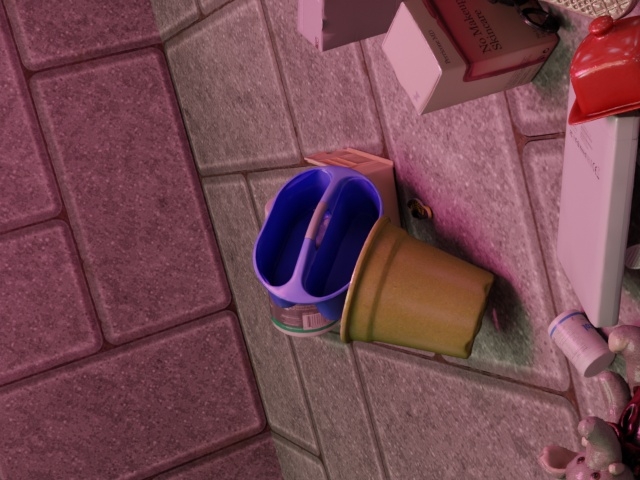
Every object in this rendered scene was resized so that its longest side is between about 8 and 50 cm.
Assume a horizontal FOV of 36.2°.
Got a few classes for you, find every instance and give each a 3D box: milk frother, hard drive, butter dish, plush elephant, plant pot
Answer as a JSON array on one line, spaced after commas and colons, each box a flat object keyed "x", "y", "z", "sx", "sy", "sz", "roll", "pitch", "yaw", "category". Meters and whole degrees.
[{"x": 0.340, "y": -0.416, "z": 1.538, "sx": 0.143, "sy": 0.129, "sz": 0.135, "roll": 25, "pitch": 150, "yaw": 0, "category": "milk frother"}, {"x": 0.426, "y": -0.075, "z": 1.523, "sx": 0.233, "sy": 0.047, "sz": 0.353, "roll": -96, "pitch": 2, "yaw": -59, "category": "hard drive"}, {"x": 0.403, "y": -0.253, "z": 1.328, "sx": 0.160, "sy": 0.160, "sz": 0.118, "roll": -11, "pitch": 128, "yaw": 44, "category": "butter dish"}, {"x": 0.483, "y": 0.329, "z": 1.530, "sx": 0.272, "sy": 0.255, "sz": 0.330, "roll": 35, "pitch": 138, "yaw": 56, "category": "plush elephant"}, {"x": 0.205, "y": 0.117, "z": 1.973, "sx": 0.254, "sy": 0.276, "sz": 0.276, "roll": 18, "pitch": 136, "yaw": 13, "category": "plant pot"}]

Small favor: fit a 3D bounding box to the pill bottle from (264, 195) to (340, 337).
[{"x": -0.049, "y": 0.062, "z": 2.640, "sx": 0.204, "sy": 0.204, "sz": 0.361, "roll": 41, "pitch": 142, "yaw": 52, "category": "pill bottle"}]

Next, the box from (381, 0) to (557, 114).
[{"x": 0.245, "y": -0.326, "z": 1.620, "sx": 0.149, "sy": 0.232, "sz": 0.127, "roll": 64, "pitch": 157, "yaw": 18, "category": "box"}]

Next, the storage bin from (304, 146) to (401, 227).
[{"x": 0.080, "y": -0.073, "z": 2.343, "sx": 0.260, "sy": 0.123, "sz": 0.262, "roll": 27, "pitch": 131, "yaw": 60, "category": "storage bin"}]

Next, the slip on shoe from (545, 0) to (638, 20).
[{"x": 0.319, "y": -0.417, "z": 1.421, "sx": 0.331, "sy": 0.101, "sz": 0.123, "roll": 31, "pitch": 129, "yaw": 22, "category": "slip on shoe"}]

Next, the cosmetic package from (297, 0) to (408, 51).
[{"x": 0.077, "y": -0.466, "z": 1.897, "sx": 0.107, "sy": 0.238, "sz": 0.127, "roll": 52, "pitch": 150, "yaw": 40, "category": "cosmetic package"}]

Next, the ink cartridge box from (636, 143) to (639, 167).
[{"x": 0.533, "y": -0.045, "z": 1.264, "sx": 0.304, "sy": 0.072, "sz": 0.307, "roll": 56, "pitch": -173, "yaw": 14, "category": "ink cartridge box"}]

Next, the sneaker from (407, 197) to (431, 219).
[{"x": 0.211, "y": -0.069, "z": 2.154, "sx": 0.083, "sy": 0.035, "sz": 0.031, "roll": 36, "pitch": 137, "yaw": 55, "category": "sneaker"}]

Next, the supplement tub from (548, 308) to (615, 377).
[{"x": 0.458, "y": 0.180, "z": 1.722, "sx": 0.107, "sy": 0.071, "sz": 0.071, "roll": 54, "pitch": 152, "yaw": 35, "category": "supplement tub"}]

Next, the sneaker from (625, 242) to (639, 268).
[{"x": 0.530, "y": 0.014, "z": 1.471, "sx": 0.134, "sy": 0.070, "sz": 0.051, "roll": -11, "pitch": 88, "yaw": 38, "category": "sneaker"}]

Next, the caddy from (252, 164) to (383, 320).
[{"x": 0.000, "y": 0.000, "z": 2.068, "sx": 0.241, "sy": 0.341, "sz": 0.179, "roll": 13, "pitch": 151, "yaw": 15, "category": "caddy"}]
